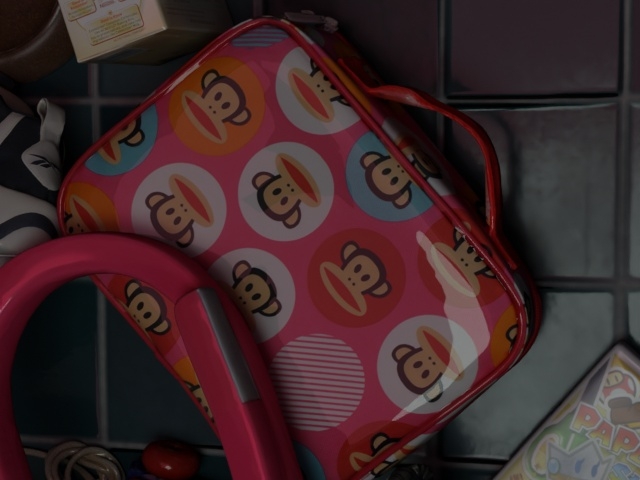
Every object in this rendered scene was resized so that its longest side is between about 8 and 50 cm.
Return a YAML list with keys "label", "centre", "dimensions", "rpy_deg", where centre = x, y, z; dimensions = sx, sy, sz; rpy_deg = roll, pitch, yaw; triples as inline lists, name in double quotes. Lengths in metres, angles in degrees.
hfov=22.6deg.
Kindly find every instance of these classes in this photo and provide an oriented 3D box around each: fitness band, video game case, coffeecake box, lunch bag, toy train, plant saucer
- label: "fitness band"
  centre: [-0.123, 0.135, 0.998]
  dimensions: [0.209, 0.054, 0.290]
  rpy_deg: [-23, 80, 21]
- label: "video game case"
  centre: [0.216, 0.215, 1.059]
  dimensions: [0.227, 0.026, 0.206]
  rpy_deg: [42, 105, 8]
- label: "coffeecake box"
  centre: [-0.133, -0.213, 1.051]
  dimensions: [0.068, 0.142, 0.185]
  rpy_deg: [-18, 90, 16]
- label: "lunch bag"
  centre: [0.000, 0.000, 1.048]
  dimensions: [0.258, 0.120, 0.293]
  rpy_deg: [-39, 84, 15]
- label: "toy train"
  centre: [-0.132, 0.200, 1.094]
  dimensions: [0.248, 0.143, 0.105]
  rpy_deg: [16, 99, 13]
- label: "plant saucer"
  centre: [-0.235, -0.194, 1.142]
  dimensions: [0.169, 0.029, 0.168]
  rpy_deg: [2, 97, 16]

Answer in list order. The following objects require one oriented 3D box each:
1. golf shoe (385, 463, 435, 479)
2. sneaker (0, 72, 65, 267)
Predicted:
- label: "golf shoe"
  centre: [0.041, 0.232, 1.065]
  dimensions: [0.094, 0.077, 0.198]
  rpy_deg: [11, 119, 29]
- label: "sneaker"
  centre: [-0.262, -0.043, 1.140]
  dimensions: [0.235, 0.094, 0.153]
  rpy_deg: [-13, 58, 45]
